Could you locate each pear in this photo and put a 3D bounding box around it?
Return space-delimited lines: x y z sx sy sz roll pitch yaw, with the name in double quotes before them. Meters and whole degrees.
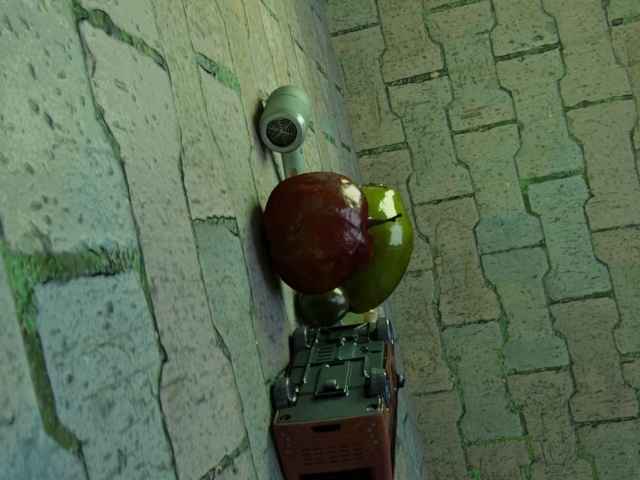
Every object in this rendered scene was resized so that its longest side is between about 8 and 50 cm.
"pear" 0.086 0.017 1.951 0.269 0.269 0.321 56 49 -67

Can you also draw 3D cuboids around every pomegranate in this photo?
"pomegranate" 0.003 0.146 1.816 0.114 0.114 0.142 -93 -170 -47

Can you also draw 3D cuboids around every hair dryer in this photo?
"hair dryer" -0.058 -0.156 1.907 0.173 0.107 0.357 -80 162 -61

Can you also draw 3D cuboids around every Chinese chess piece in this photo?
"Chinese chess piece" 0.050 0.179 2.077 0.144 0.058 0.144 38 43 -46

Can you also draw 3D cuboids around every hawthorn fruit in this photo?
"hawthorn fruit" 0.025 -0.023 1.632 0.242 0.272 0.242 165 -90 -89

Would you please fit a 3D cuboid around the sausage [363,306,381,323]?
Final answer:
"sausage" 0.092 0.204 2.202 0.120 0.136 0.241 40 34 -64

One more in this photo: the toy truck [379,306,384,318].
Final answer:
"toy truck" 0.126 0.306 2.305 0.125 0.101 0.242 0 84 -57

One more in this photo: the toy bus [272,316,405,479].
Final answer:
"toy bus" 0.048 0.305 1.559 0.427 0.203 0.233 -66 147 -74
